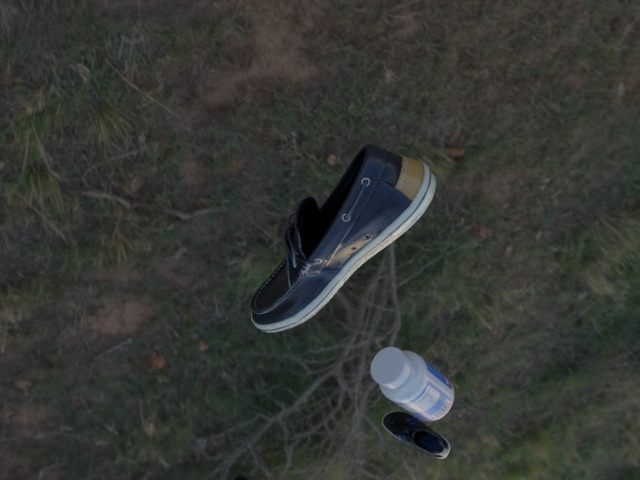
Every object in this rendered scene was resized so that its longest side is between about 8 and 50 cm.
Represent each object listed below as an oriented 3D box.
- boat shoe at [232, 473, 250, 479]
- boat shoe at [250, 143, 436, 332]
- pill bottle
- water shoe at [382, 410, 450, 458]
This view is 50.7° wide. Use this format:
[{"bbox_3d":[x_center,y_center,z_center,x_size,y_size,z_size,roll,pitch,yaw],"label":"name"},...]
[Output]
[{"bbox_3d":[-0.179,0.691,1.730,0.084,0.233,0.079,3,105,-26],"label":"boat shoe"},{"bbox_3d":[0.000,0.000,1.288,0.156,0.187,0.500,32,127,-20],"label":"boat shoe"},{"bbox_3d":[0.213,0.332,1.584,0.124,0.124,0.221,-41,131,9],"label":"pill bottle"},{"bbox_3d":[0.249,0.505,1.793,0.073,0.203,0.080,-62,148,-12],"label":"water shoe"}]
